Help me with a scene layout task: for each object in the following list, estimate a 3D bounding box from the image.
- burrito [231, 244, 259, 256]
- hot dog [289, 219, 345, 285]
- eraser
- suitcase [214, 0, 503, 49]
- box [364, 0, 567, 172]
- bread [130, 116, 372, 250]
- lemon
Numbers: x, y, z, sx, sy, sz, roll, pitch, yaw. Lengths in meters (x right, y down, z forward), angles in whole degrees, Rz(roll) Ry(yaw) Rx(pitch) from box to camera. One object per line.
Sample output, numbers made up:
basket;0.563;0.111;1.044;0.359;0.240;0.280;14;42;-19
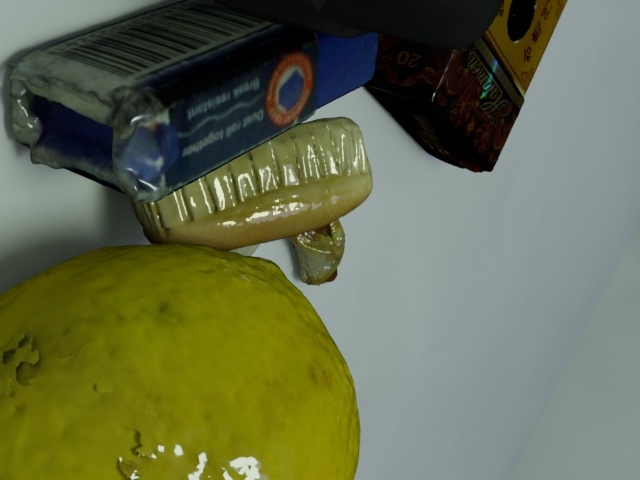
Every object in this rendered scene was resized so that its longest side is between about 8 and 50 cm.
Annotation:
burrito;-0.115;0.022;0.966;0.226;0.060;0.087;-60;144;-13
hot dog;0.000;0.001;1.129;0.078;0.061;0.169;-51;146;-28
eraser;-0.099;-0.146;0.798;0.332;0.155;0.101;-34;137;-44
suitcase;0.014;-0.322;0.673;0.339;0.345;0.188;-65;154;-5
box;0.225;-0.324;1.217;0.264;0.116;0.415;33;81;-60
bread;-0.065;-0.050;0.872;0.236;0.140;0.106;-15;98;-26
lemon;-0.137;0.165;0.755;0.387;0.350;0.349;-49;149;-58
